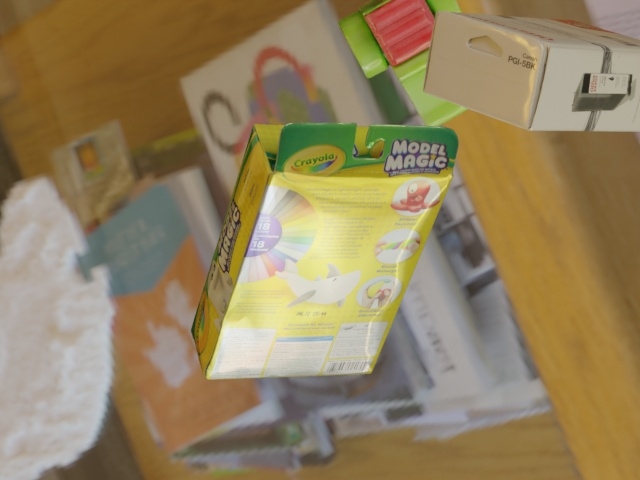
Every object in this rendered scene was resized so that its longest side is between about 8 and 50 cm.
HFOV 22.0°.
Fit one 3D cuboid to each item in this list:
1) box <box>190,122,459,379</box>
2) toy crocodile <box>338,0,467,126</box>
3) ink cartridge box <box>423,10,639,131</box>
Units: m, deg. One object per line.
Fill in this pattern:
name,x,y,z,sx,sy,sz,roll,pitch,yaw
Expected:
box,0.000,0.000,0.876,0.179,0.105,0.043,112,149,-42
toy crocodile,0.055,-0.263,1.583,0.115,0.105,0.340,-24,106,4
ink cartridge box,0.147,-0.107,1.049,0.099,0.135,0.056,26,112,45
